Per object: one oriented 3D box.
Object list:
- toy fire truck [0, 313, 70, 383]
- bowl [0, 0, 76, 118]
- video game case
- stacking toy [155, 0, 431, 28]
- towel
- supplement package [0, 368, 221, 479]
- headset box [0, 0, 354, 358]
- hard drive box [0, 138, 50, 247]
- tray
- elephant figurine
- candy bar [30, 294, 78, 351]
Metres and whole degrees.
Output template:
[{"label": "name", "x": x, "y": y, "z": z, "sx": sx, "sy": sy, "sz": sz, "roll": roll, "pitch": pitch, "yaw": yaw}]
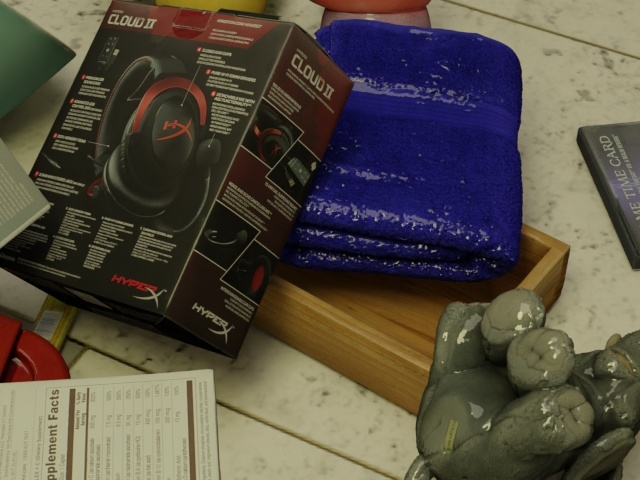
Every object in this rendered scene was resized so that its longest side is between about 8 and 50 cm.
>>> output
[{"label": "toy fire truck", "x": -0.233, "y": 0.169, "z": 1.082, "sx": 0.246, "sy": 0.158, "sz": 0.217, "roll": 19, "pitch": 48, "yaw": -6}, {"label": "bowl", "x": -0.418, "y": -0.203, "z": 1.373, "sx": 0.311, "sy": 0.311, "sz": 0.163, "roll": 32, "pitch": 90, "yaw": 28}, {"label": "video game case", "x": 0.417, "y": -0.059, "z": 1.391, "sx": 0.274, "sy": 0.026, "sz": 0.196, "roll": -6, "pitch": 45, "yaw": -6}, {"label": "stacking toy", "x": -0.032, "y": -0.234, "z": 1.546, "sx": 0.308, "sy": 0.130, "sz": 0.279, "roll": -3, "pitch": 18, "yaw": -8}, {"label": "towel", "x": 0.076, "y": -0.096, "z": 1.286, "sx": 0.227, "sy": 0.076, "sz": 0.308, "roll": 4, "pitch": 44, "yaw": 4}, {"label": "supplement package", "x": -0.131, "y": 0.248, "z": 0.899, "sx": 0.145, "sy": 0.262, "sz": 0.204, "roll": -4, "pitch": 45, "yaw": -4}, {"label": "headset box", "x": -0.121, "y": -0.073, "z": 1.183, "sx": 0.218, "sy": 0.110, "sz": 0.293, "roll": 13, "pitch": 74, "yaw": 36}, {"label": "hard drive box", "x": -0.355, "y": 0.012, "z": 1.101, "sx": 0.232, "sy": 0.089, "sz": 0.181, "roll": -42, "pitch": 19, "yaw": -25}, {"label": "tray", "x": 0.000, "y": 0.000, "z": 1.293, "sx": 0.410, "sy": 0.076, "sz": 0.203, "roll": 28, "pitch": 50, "yaw": 24}, {"label": "elephant figurine", "x": 0.198, "y": 0.140, "z": 1.107, "sx": 0.186, "sy": 0.239, "sz": 0.169, "roll": -18, "pitch": 63, "yaw": 37}, {"label": "candy bar", "x": -0.236, "y": 0.057, "z": 1.269, "sx": 0.040, "sy": 0.018, "sz": 0.161, "roll": 7, "pitch": 45, "yaw": 11}]
